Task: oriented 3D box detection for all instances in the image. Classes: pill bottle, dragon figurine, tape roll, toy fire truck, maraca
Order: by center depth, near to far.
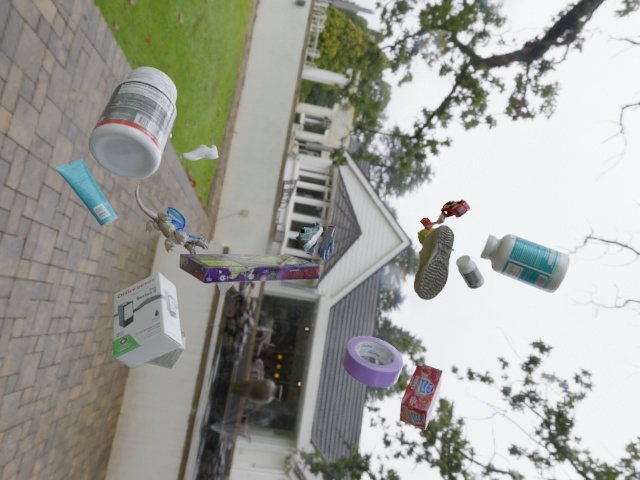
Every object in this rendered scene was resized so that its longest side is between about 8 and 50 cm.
[{"bbox_3d":[-0.486,-0.050,1.408,0.085,0.289,0.144,-42,-167,6],"label":"dragon figurine"},{"bbox_3d":[-0.594,-0.394,1.444,0.210,0.210,0.363,108,-13,-50],"label":"pill bottle"},{"bbox_3d":[0.695,0.067,1.518,0.146,0.264,0.146,-56,161,-31],"label":"pill bottle"},{"bbox_3d":[0.485,-0.098,1.726,0.135,0.047,0.192,-42,-169,-9],"label":"toy fire truck"},{"bbox_3d":[0.623,0.131,1.838,0.078,0.137,0.078,-30,-155,15],"label":"pill bottle"},{"bbox_3d":[0.493,0.002,1.888,0.185,0.127,0.099,35,-74,51],"label":"maraca"},{"bbox_3d":[0.244,0.563,2.068,0.275,0.274,0.090,-97,-160,-70],"label":"tape roll"}]

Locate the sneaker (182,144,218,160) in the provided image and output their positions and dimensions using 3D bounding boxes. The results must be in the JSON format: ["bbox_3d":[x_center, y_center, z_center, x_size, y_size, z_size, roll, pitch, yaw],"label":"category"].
[{"bbox_3d":[-0.518,-0.380,1.890,0.054,0.152,0.061,45,-42,48],"label":"sneaker"}]

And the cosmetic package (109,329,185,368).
[{"bbox_3d":[-0.802,0.477,2.064,0.153,0.296,0.129,-53,-150,20],"label":"cosmetic package"}]

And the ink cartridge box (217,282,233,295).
[{"bbox_3d":[-0.423,0.196,1.963,0.063,0.029,0.115,-44,-139,6],"label":"ink cartridge box"}]

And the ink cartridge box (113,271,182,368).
[{"bbox_3d":[-0.653,0.294,1.650,0.121,0.211,0.289,61,4,-50],"label":"ink cartridge box"}]

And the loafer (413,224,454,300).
[{"bbox_3d":[0.374,0.077,1.477,0.268,0.102,0.092,-66,-163,-18],"label":"loafer"}]

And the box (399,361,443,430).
[{"bbox_3d":[0.451,0.688,1.962,0.257,0.122,0.128,-46,141,-48],"label":"box"}]

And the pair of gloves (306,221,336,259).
[{"bbox_3d":[0.000,0.000,1.934,0.198,0.023,0.159,13,-92,53],"label":"pair of gloves"}]

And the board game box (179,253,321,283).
[{"bbox_3d":[-0.198,0.074,1.252,0.208,0.346,0.056,21,-74,55],"label":"board game box"}]

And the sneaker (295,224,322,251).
[{"bbox_3d":[-0.044,-0.028,1.687,0.065,0.076,0.166,-43,-173,28],"label":"sneaker"}]

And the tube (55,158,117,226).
[{"bbox_3d":[-0.683,-0.141,1.302,0.052,0.207,0.080,-24,-169,43],"label":"tube"}]
